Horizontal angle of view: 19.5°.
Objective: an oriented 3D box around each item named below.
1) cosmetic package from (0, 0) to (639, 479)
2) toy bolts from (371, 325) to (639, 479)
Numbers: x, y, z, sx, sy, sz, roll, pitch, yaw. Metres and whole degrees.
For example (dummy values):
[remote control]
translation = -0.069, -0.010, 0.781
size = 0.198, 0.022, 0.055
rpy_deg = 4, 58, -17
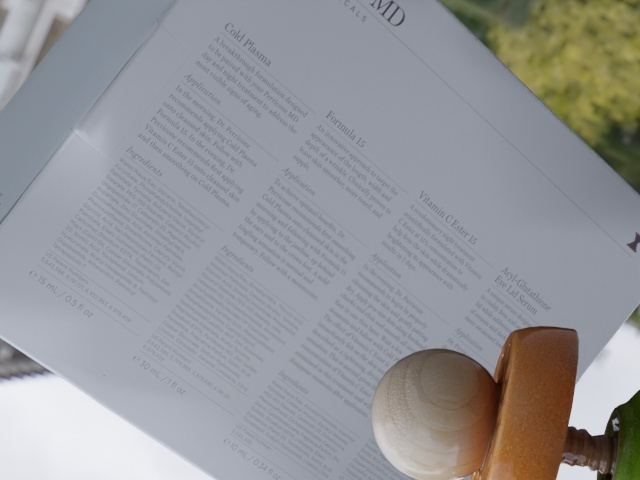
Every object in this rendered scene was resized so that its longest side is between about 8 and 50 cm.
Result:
[cosmetic package]
translation = 0.000, 0.000, 1.066
size = 0.377, 0.284, 0.097
rpy_deg = 39, -179, -34
[toy bolts]
translation = 0.089, 0.155, 0.777
size = 0.159, 0.218, 0.228
rpy_deg = 11, -171, -1
